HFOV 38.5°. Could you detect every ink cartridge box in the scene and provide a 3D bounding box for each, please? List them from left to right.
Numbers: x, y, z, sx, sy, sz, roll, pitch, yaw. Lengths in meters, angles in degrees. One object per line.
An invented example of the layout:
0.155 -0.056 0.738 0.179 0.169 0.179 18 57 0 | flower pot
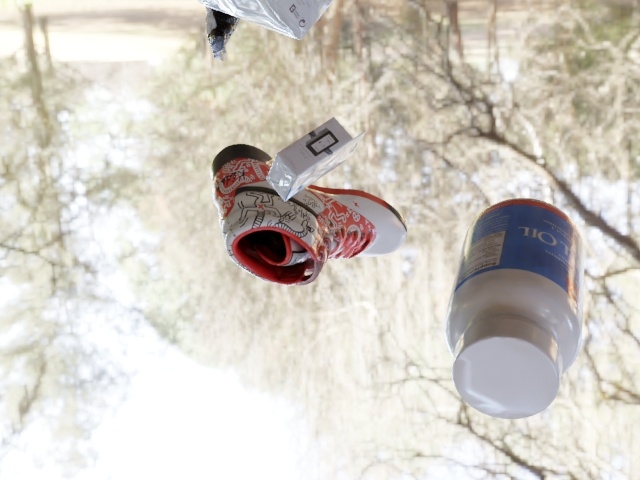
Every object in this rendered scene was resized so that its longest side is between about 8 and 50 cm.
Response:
-0.003 -0.074 0.794 0.083 0.028 0.048 -35 169 -27 | ink cartridge box

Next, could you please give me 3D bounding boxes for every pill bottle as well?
0.184 0.062 0.860 0.124 0.124 0.221 1 -148 16 | pill bottle

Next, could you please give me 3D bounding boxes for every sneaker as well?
-0.001 0.001 1.024 0.270 0.090 0.145 23 -144 -32 | sneaker

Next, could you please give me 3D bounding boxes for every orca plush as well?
-0.131 -0.415 1.332 0.102 0.287 0.151 -11 154 23 | orca plush

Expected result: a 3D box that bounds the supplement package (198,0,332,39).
-0.050 -0.406 1.026 0.198 0.263 0.199 30 167 40 | supplement package
